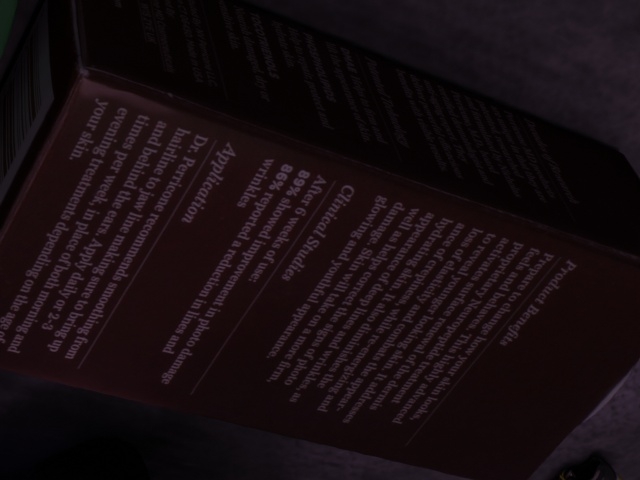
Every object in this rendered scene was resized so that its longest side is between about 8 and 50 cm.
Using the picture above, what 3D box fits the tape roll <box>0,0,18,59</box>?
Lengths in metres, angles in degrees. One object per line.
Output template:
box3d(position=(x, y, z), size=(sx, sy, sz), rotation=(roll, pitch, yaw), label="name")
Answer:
box3d(position=(-0.272, -0.089, 0.522), size=(0.321, 0.077, 0.321), rotation=(-37, 153, -22), label="tape roll")

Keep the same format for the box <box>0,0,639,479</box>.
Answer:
box3d(position=(0.000, 0.000, 0.742), size=(0.381, 0.143, 0.191), rotation=(19, 123, -26), label="box")

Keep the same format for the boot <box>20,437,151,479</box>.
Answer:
box3d(position=(-0.213, 0.233, 0.932), size=(0.247, 0.083, 0.161), rotation=(-14, 138, 0), label="boot")

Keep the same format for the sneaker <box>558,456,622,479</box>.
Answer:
box3d(position=(0.194, 0.196, 1.041), size=(0.083, 0.031, 0.035), rotation=(-29, 118, 6), label="sneaker")
